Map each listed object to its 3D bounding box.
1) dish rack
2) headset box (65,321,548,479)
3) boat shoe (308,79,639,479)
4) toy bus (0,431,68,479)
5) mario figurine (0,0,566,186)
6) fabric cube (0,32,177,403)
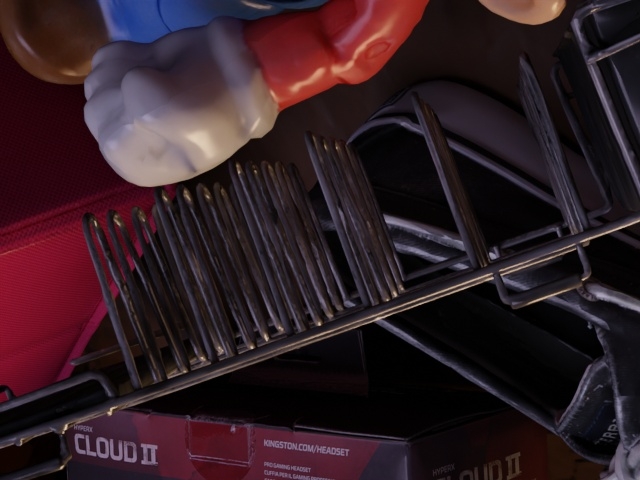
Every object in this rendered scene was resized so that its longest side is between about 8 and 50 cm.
[{"bbox_3d":[0.000,0.000,0.589,0.271,0.208,0.074,-20,89,6],"label":"dish rack"},{"bbox_3d":[-0.006,0.186,0.875,0.218,0.110,0.293,1,97,40],"label":"headset box"},{"bbox_3d":[0.127,0.051,0.705,0.306,0.105,0.113,34,143,9],"label":"boat shoe"},{"bbox_3d":[-0.212,0.170,1.032,0.220,0.149,0.211,43,117,-4],"label":"toy bus"},{"bbox_3d":[-0.012,-0.139,0.582,0.320,0.170,0.198,-7,112,50],"label":"mario figurine"},{"bbox_3d":[-0.259,-0.020,0.794,0.254,0.258,0.259,57,146,16],"label":"fabric cube"}]
